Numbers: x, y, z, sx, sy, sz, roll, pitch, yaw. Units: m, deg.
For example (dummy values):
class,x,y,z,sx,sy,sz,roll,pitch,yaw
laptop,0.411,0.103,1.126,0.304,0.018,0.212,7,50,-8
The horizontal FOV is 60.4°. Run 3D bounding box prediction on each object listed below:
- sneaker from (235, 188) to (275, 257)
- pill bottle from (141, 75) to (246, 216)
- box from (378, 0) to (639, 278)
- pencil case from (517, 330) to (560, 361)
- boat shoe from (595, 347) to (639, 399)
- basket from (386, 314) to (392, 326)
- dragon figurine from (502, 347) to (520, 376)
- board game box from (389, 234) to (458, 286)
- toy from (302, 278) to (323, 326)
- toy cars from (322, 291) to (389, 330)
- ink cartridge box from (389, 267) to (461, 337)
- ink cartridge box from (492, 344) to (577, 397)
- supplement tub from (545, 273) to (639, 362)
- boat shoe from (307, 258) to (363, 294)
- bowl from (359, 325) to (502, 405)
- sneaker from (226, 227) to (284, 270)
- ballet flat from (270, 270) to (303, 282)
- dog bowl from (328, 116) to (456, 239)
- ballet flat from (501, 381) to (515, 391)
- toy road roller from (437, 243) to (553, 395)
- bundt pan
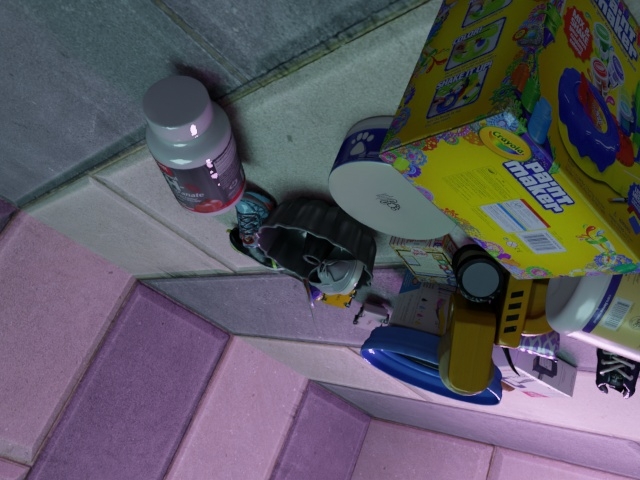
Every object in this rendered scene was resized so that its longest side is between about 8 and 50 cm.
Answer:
class,x,y,z,sx,sy,sz,roll,pitch,yaw
sneaker,-0.172,-0.040,1.499,0.104,0.125,0.262,9,153,30
pill bottle,-0.270,-0.198,1.189,0.176,0.176,0.318,19,156,11
box,0.266,-0.146,0.668,0.290,0.279,0.177,36,154,-28
pencil case,0.564,0.268,1.537,0.206,0.086,0.088,14,179,25
boat shoe,0.700,0.252,1.269,0.127,0.158,0.340,7,152,34
basket,0.309,0.312,1.836,0.113,0.103,0.167,-4,144,48
dragon figurine,0.449,0.199,1.342,0.085,0.289,0.144,10,-169,34
board game box,0.278,0.047,1.369,0.147,0.045,0.193,4,150,38
toy,-0.025,0.135,1.654,0.237,0.056,0.137,-116,9,-65
toy cars,0.118,0.193,1.789,0.176,0.087,0.394,-4,149,36
ink cartridge box,0.331,0.206,1.500,0.233,0.171,0.168,13,155,21
ink cartridge box,0.640,0.397,1.711,0.237,0.100,0.172,30,156,-15
supplement tub,0.589,0.098,0.939,0.331,0.241,0.241,19,157,9
boat shoe,0.028,0.085,1.329,0.081,0.079,0.227,25,160,-14
bowl,0.304,0.341,1.503,0.391,0.077,0.391,20,160,8
sneaker,-0.190,0.023,1.706,0.235,0.084,0.097,18,155,12
ballet flat,-0.060,0.103,1.803,0.250,0.058,0.084,21,118,-5
dog bowl,0.152,-0.113,1.068,0.265,0.104,0.265,20,157,9
ballet flat,0.517,0.414,1.887,0.342,0.116,0.124,21,138,15
toy road roller,0.393,0.168,1.184,0.240,0.329,0.202,9,-171,9
bundt pan,0.000,0.000,1.429,0.331,0.124,0.331,19,157,8
